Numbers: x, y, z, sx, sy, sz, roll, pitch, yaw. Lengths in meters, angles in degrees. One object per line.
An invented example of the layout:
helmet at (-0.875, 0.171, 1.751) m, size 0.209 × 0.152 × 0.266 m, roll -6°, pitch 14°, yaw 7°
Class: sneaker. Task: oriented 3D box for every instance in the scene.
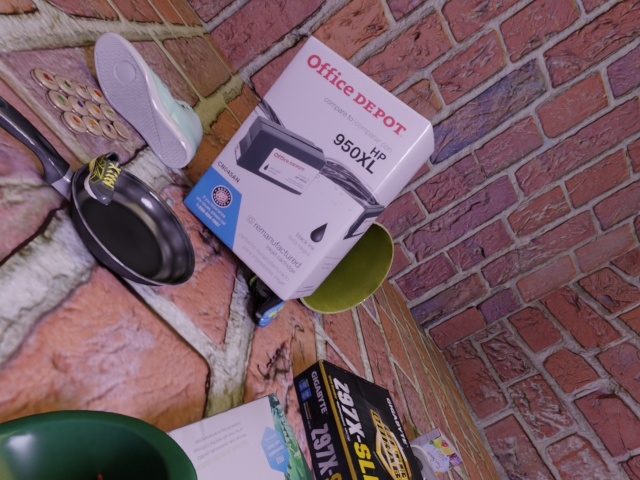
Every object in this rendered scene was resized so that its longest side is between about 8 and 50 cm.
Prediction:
sneaker at (-0.112, 0.103, 0.822) m, size 0.078 × 0.067 × 0.188 m, roll 36°, pitch 17°, yaw -17°
sneaker at (-0.326, -0.276, 0.826) m, size 0.151 × 0.094 × 0.256 m, roll -89°, pitch 154°, yaw -60°
sneaker at (-0.257, -0.078, 0.503) m, size 0.031 × 0.035 × 0.083 m, roll 43°, pitch 19°, yaw -52°
sneaker at (0.241, 0.584, 0.964) m, size 0.132 × 0.086 × 0.228 m, roll 34°, pitch 15°, yaw -52°

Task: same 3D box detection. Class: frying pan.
frying pan at (-0.276, -0.037, 0.511) m, size 0.326 × 0.053 × 0.197 m, roll 35°, pitch 24°, yaw -57°

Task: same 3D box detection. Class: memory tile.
memory tile at (-0.372, -0.210, 0.670) m, size 0.113 × 0.012 × 0.148 m, roll 57°, pitch 11°, yaw -2°

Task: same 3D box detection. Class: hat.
hat at (-0.164, 0.237, 0.253) m, size 0.208 × 0.183 × 0.173 m, roll 13°, pitch 10°, yaw 42°

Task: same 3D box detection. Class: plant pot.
plant pot at (0.000, 0.000, 1.141) m, size 0.275 × 0.275 × 0.293 m, roll 47°, pitch 0°, yaw -42°

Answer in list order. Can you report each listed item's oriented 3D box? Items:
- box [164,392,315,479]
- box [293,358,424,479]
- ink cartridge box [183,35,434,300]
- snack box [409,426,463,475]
box at (-0.048, 0.338, 0.444) m, size 0.322 × 0.058 × 0.232 m, roll 62°, pitch 13°, yaw 18°
box at (0.089, 0.397, 0.749) m, size 0.257 × 0.079 × 0.322 m, roll 36°, pitch 23°, yaw -40°
ink cartridge box at (-0.019, -0.128, 0.810) m, size 0.285 × 0.395 × 0.166 m, roll 42°, pitch 8°, yaw 14°
snack box at (0.323, 0.597, 1.185) m, size 0.141 × 0.100 × 0.037 m, roll 52°, pitch 12°, yaw -24°
